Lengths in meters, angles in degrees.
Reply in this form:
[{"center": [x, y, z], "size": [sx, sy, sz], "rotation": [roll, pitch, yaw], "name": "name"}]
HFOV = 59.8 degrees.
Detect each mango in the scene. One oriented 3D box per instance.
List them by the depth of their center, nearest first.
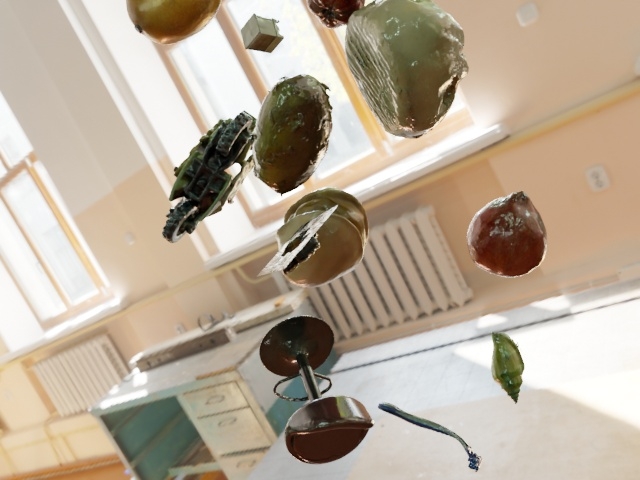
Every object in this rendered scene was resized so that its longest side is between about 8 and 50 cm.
[{"center": [-0.234, -0.456, 0.959], "size": [0.262, 0.157, 0.109], "rotation": [-59, 2, -9], "name": "mango"}]

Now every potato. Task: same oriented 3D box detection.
[{"center": [-0.051, -0.181, 1.004], "size": [0.149, 0.113, 0.251], "rotation": [-16, -43, -34], "name": "potato"}]

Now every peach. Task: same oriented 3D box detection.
[{"center": [0.561, -0.025, 1.657], "size": [0.232, 0.257, 0.232], "rotation": [9, 34, -6], "name": "peach"}]

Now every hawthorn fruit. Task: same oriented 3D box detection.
[{"center": [0.056, -0.657, 1.443], "size": [0.162, 0.162, 0.203], "rotation": [-16, 42, 57], "name": "hawthorn fruit"}]

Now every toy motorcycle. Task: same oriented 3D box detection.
[{"center": [-0.290, -0.175, 1.508], "size": [0.410, 0.169, 0.237], "rotation": [-53, 7, 20], "name": "toy motorcycle"}]

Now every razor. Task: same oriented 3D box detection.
[{"center": [0.313, 0.540, 1.594], "size": [0.056, 0.324, 0.093], "rotation": [-65, -23, 4], "name": "razor"}]

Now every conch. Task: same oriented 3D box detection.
[{"center": [0.544, 0.368, 1.617], "size": [0.095, 0.201, 0.079], "rotation": [3, -8, -6], "name": "conch"}]

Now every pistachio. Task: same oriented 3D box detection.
[{"center": [0.000, 0.000, 1.489], "size": [0.321, 0.238, 0.229], "rotation": [117, 171, -50], "name": "pistachio"}]

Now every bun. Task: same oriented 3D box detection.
[{"center": [0.203, -0.422, 1.331], "size": [0.234, 0.326, 0.362], "rotation": [-33, -31, -13], "name": "bun"}]

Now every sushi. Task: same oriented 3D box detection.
[{"center": [-0.043, 0.020, 1.231], "size": [0.193, 0.040, 0.210], "rotation": [-50, 11, -23], "name": "sushi"}]

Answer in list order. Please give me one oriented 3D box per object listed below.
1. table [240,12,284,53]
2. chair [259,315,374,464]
[{"center": [-0.155, -0.553, 1.491], "size": [0.083, 0.062, 0.079], "rotation": [-3, -17, -39], "name": "table"}, {"center": [-0.015, 0.398, 1.438], "size": [0.226, 0.226, 0.401], "rotation": [-28, 33, -1], "name": "chair"}]
